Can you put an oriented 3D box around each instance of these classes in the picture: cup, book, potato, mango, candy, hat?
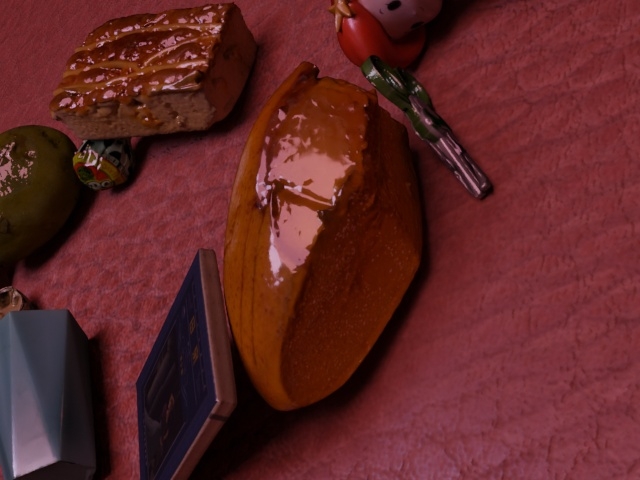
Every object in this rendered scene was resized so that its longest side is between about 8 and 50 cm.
[{"bbox_3d":[-0.365,0.223,1.001,0.134,0.148,0.236,-22,52,-4],"label":"cup"},{"bbox_3d":[-0.156,0.165,0.834,0.269,0.025,0.191,-58,34,40],"label":"book"},{"bbox_3d":[-0.501,-0.076,1.250,0.253,0.186,0.148,-60,13,-2],"label":"potato"},{"bbox_3d":[0.000,0.000,0.786,0.199,0.201,0.350,142,141,-79],"label":"mango"},{"bbox_3d":[-0.299,-0.215,1.245,0.091,0.083,0.305,22,71,16],"label":"candy"},{"bbox_3d":[-0.496,0.120,1.221,0.076,0.059,0.077,-43,48,-9],"label":"hat"}]

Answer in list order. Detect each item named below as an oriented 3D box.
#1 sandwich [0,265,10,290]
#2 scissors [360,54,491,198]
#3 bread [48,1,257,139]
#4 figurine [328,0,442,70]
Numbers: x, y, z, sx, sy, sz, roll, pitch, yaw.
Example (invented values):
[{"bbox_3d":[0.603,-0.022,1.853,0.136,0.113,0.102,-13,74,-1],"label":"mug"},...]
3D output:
[{"bbox_3d":[-0.586,0.112,1.287,0.090,0.088,0.244,-20,50,21],"label":"sandwich"},{"bbox_3d":[0.119,-0.123,0.824,0.027,0.101,0.204,-49,58,27],"label":"scissors"},{"bbox_3d":[-0.249,-0.249,1.133,0.274,0.114,0.185,-2,54,26],"label":"bread"},{"bbox_3d":[0.125,-0.330,0.880,0.257,0.181,0.208,-23,92,31],"label":"figurine"}]
